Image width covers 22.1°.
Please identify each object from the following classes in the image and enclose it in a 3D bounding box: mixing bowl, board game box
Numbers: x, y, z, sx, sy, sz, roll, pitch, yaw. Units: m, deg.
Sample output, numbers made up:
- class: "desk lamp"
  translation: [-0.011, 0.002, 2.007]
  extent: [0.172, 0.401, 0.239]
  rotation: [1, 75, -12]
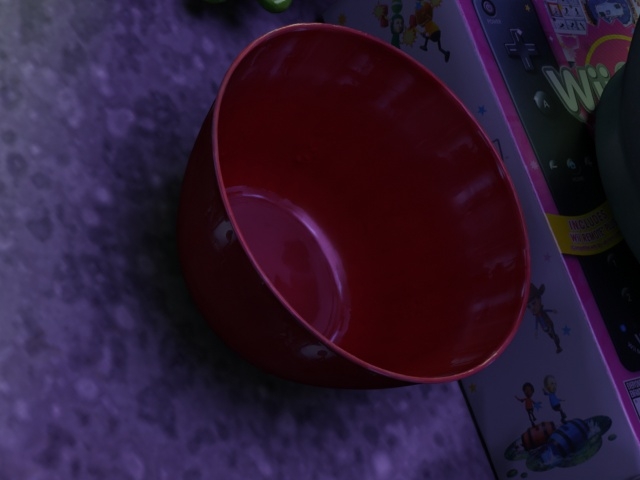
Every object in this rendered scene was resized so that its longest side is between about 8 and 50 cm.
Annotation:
- class: "mixing bowl"
  translation: [0.000, 0.000, 0.773]
  extent: [0.181, 0.098, 0.181]
  rotation: [21, 52, -30]
- class: "board game box"
  translation: [0.156, -0.020, 0.920]
  extent: [0.224, 0.097, 0.303]
  rotation: [-8, 70, -44]

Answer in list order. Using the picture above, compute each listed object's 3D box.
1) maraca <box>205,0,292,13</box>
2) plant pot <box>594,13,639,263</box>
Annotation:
- class: "maraca"
  translation: [-0.012, -0.193, 0.883]
  extent: [0.127, 0.099, 0.186]
  rotation: [42, 63, 14]
- class: "plant pot"
  translation: [0.265, -0.059, 0.828]
  extent: [0.293, 0.196, 0.293]
  rotation: [21, 53, -31]
